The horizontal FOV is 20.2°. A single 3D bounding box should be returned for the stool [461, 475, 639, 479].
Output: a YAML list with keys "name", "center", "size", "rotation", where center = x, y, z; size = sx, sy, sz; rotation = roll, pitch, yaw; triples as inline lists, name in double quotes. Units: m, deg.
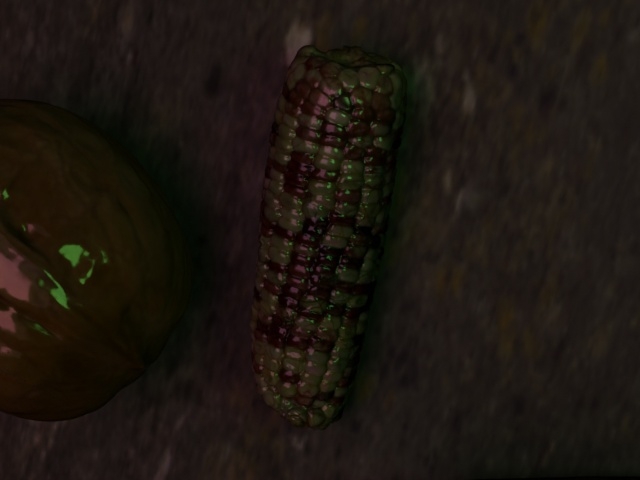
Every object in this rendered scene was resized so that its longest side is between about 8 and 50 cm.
- name: "stool"
  center: [0.156, 0.268, 0.993]
  size: [0.310, 0.310, 0.226]
  rotation: [-2, 97, 29]

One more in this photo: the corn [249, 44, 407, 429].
- name: "corn"
  center: [0.000, 0.000, 1.159]
  size: [0.086, 0.086, 0.253]
  rotation: [16, 107, 24]

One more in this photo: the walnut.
- name: "walnut"
  center: [-0.193, 0.013, 1.200]
  size: [0.222, 0.195, 0.195]
  rotation: [45, 113, 15]
